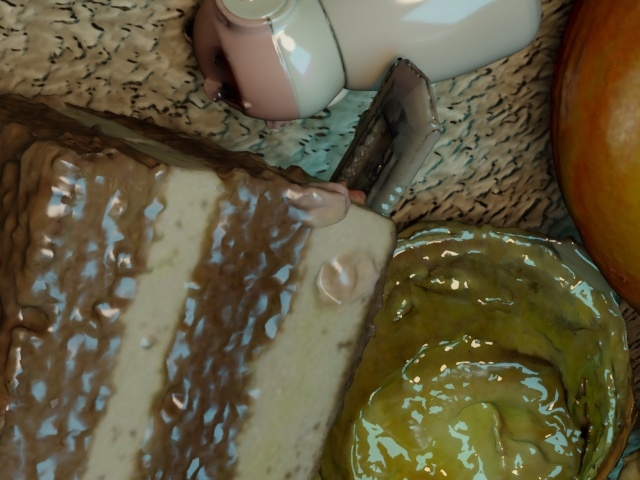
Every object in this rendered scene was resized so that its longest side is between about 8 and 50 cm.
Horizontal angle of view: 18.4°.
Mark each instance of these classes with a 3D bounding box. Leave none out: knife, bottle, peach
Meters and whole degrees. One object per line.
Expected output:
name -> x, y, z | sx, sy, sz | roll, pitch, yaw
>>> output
knife -> -0.005, 0.002, 1.425 | 0.043, 0.089, 0.365 | -18, 154, -37
bottle -> 0.021, -0.162, 1.377 | 0.237, 0.147, 0.147 | -23, 131, -7
peach -> 0.339, -0.089, 1.516 | 0.373, 0.290, 0.372 | -7, 98, -60

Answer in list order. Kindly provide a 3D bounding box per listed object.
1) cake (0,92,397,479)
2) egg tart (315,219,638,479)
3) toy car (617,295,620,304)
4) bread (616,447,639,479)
cake -> -0.140, 0.054, 1.304 | 0.290, 0.256, 0.282 | 14, 97, -36
egg tart -> 0.103, 0.143, 1.587 | 0.341, 0.129, 0.341 | -2, 112, -4
toy car -> 0.179, 0.169, 1.740 | 0.141, 0.097, 0.320 | -12, 127, -25
bread -> 0.463, 0.204, 1.682 | 0.371, 0.390, 0.279 | -26, 134, -60
